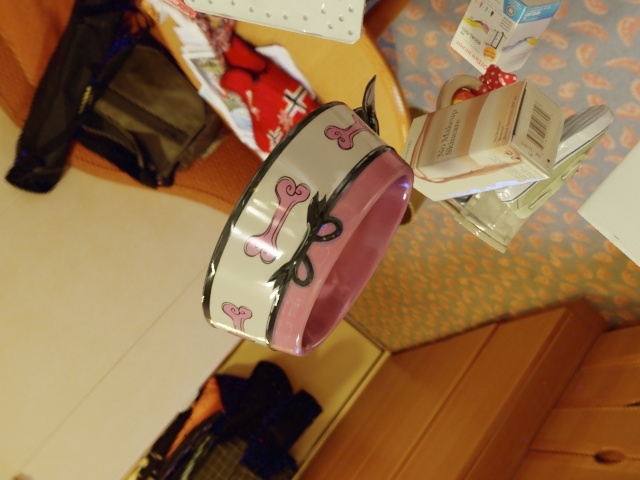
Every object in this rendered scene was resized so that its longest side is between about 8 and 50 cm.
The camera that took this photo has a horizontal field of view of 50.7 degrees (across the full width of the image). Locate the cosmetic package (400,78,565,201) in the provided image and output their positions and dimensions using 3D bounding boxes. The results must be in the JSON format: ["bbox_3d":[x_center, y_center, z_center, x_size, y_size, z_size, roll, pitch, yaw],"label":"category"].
[{"bbox_3d":[0.306,-0.187,1.323,0.129,0.153,0.296,30,157,-28],"label":"cosmetic package"}]

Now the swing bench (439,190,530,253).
[{"bbox_3d":[0.471,-0.146,1.830,0.165,0.253,0.254,30,-166,-21],"label":"swing bench"}]

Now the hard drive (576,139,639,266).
[{"bbox_3d":[0.679,-0.110,1.310,0.040,0.307,0.203,7,-144,-47],"label":"hard drive"}]

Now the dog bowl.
[{"bbox_3d":[0.000,0.000,1.053,0.150,0.408,0.408,32,159,14],"label":"dog bowl"}]

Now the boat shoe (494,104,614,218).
[{"bbox_3d":[0.504,-0.170,1.441,0.094,0.302,0.109,51,180,-20],"label":"boat shoe"}]

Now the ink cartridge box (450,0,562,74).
[{"bbox_3d":[0.517,-0.611,1.905,0.171,0.168,0.232,51,142,24],"label":"ink cartridge box"}]

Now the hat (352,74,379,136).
[{"bbox_3d":[0.073,-0.233,1.614,0.134,0.331,0.331,1,149,10],"label":"hat"}]

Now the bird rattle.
[{"bbox_3d":[0.392,-0.341,1.734,0.207,0.253,0.143,18,-174,-31],"label":"bird rattle"}]

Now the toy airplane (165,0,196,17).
[{"bbox_3d":[-0.244,-0.389,1.020,0.151,0.028,0.151,27,-178,-1],"label":"toy airplane"}]

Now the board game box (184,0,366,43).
[{"bbox_3d":[-0.077,-0.597,1.245,0.390,0.050,0.389,18,123,19],"label":"board game box"}]
